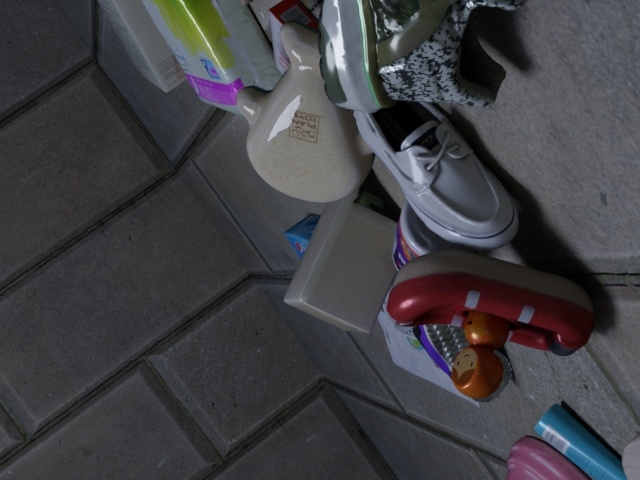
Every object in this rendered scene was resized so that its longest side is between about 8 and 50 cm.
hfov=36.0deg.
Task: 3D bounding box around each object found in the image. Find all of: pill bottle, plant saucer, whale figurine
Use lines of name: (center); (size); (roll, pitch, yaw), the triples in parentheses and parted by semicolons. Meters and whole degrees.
pill bottle: (0.149, 0.004, 1.272); (0.108, 0.108, 0.193); (50, 168, 14)
plant saucer: (0.423, 0.486, 1.659); (0.332, 0.084, 0.332); (50, 169, 14)
whale figurine: (-0.002, -0.181, 1.317); (0.216, 0.141, 0.272); (15, 135, 11)

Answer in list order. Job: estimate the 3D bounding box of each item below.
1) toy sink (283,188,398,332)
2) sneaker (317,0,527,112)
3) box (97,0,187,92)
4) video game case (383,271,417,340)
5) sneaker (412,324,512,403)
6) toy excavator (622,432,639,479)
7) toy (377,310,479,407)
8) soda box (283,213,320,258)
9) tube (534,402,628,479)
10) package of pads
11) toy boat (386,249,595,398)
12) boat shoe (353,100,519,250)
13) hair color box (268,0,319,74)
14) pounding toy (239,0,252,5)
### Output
toy sink: (0.057, 0.017, 1.546); (0.131, 0.234, 0.153); (25, 171, -9)
sneaker: (0.093, -0.255, 0.810); (0.182, 0.158, 0.410); (15, 152, 18)
box: (-0.333, -0.444, 1.812); (0.148, 0.121, 0.311); (41, 163, 46)
video game case: (0.147, 0.103, 1.653); (0.157, 0.019, 0.143); (14, 126, 58)
sneaker: (0.183, 0.122, 1.495); (0.146, 0.102, 0.293); (41, 163, 49)
toy excavator: (0.469, 0.421, 1.111); (0.433, 0.222, 0.445); (50, 154, 19)
toy: (0.199, 0.192, 1.741); (0.237, 0.056, 0.136); (25, 141, 55)
soda box: (0.000, 0.000, 1.923); (0.067, 0.071, 0.210); (58, 168, -15)
tube: (0.395, 0.315, 1.378); (0.207, 0.052, 0.080); (41, 169, 27)
package of pads: (-0.186, -0.347, 1.581); (0.229, 0.101, 0.296); (30, 153, 59)
toy boat: (0.186, 0.105, 1.125); (0.231, 0.151, 0.151); (15, 164, 5)
boat shoe: (0.126, -0.100, 1.125); (0.267, 0.096, 0.088); (56, 176, 32)
hair color box: (-0.030, -0.265, 1.354); (0.072, 0.043, 0.141); (50, 167, 18)
pounding toy: (-0.120, -0.388, 1.225); (0.181, 0.094, 0.206); (53, 168, 4)
